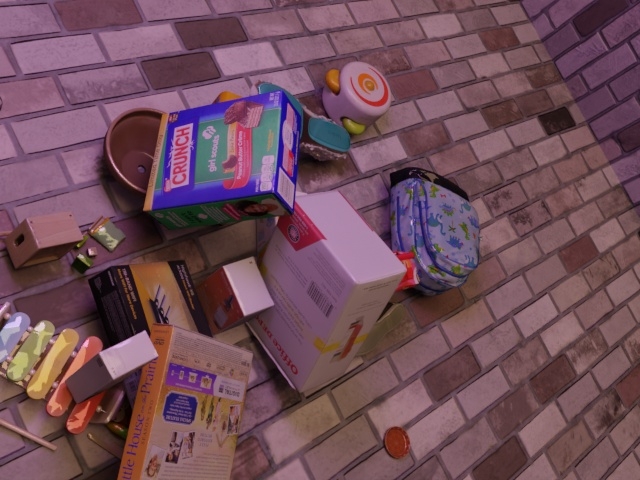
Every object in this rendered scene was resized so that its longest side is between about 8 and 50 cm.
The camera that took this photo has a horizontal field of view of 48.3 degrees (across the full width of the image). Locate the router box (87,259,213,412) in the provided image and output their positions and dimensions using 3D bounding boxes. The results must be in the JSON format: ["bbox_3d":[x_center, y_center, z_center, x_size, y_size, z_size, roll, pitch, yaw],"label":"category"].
[{"bbox_3d":[-0.351,0.202,1.574,0.243,0.081,0.309,-5,71,-62],"label":"router box"}]

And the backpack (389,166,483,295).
[{"bbox_3d":[0.338,-0.015,2.124,0.290,0.273,0.355,27,68,-30],"label":"backpack"}]

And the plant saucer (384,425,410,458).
[{"bbox_3d":[0.203,0.539,1.904,0.083,0.013,0.083,14,62,-28],"label":"plant saucer"}]

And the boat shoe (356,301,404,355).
[{"bbox_3d":[0.138,0.240,1.965,0.228,0.068,0.081,-32,124,-38],"label":"boat shoe"}]

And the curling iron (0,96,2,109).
[{"bbox_3d":[-0.775,-0.233,1.565,0.068,0.035,0.274,27,56,-22],"label":"curling iron"}]

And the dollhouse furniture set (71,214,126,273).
[{"bbox_3d":[-0.506,0.003,1.629,0.076,0.058,0.152,42,52,-12],"label":"dollhouse furniture set"}]

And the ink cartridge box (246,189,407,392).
[{"bbox_3d":[-0.008,0.119,1.668,0.160,0.385,0.279,-12,51,-39],"label":"ink cartridge box"}]

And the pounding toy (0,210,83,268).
[{"bbox_3d":[-0.613,-0.007,1.526,0.130,0.141,0.100,-16,79,-53],"label":"pounding toy"}]

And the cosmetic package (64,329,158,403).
[{"bbox_3d":[-0.402,0.246,1.364,0.099,0.239,0.060,-28,86,-39],"label":"cosmetic package"}]

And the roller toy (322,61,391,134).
[{"bbox_3d":[0.115,-0.450,2.210,0.191,0.146,0.209,-37,91,-40],"label":"roller toy"}]

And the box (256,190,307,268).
[{"bbox_3d":[-0.100,-0.023,1.887,0.103,0.114,0.203,10,65,-31],"label":"box"}]

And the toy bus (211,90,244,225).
[{"bbox_3d":[-0.254,-0.212,1.855,0.108,0.130,0.333,20,59,-26],"label":"toy bus"}]

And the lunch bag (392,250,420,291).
[{"bbox_3d":[0.112,0.103,1.878,0.293,0.258,0.120,-8,87,-39],"label":"lunch bag"}]

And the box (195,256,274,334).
[{"bbox_3d":[-0.209,0.133,1.702,0.091,0.170,0.130,-18,79,-39],"label":"box"}]

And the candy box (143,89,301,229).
[{"bbox_3d":[-0.216,-0.176,1.605,0.122,0.317,0.268,49,39,-56],"label":"candy box"}]

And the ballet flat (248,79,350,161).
[{"bbox_3d":[-0.079,-0.306,1.973,0.409,0.147,0.147,23,56,-47],"label":"ballet flat"}]

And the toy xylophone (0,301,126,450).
[{"bbox_3d":[-0.556,0.283,1.451,0.322,0.081,0.236,29,56,-22],"label":"toy xylophone"}]

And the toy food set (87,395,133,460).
[{"bbox_3d":[-0.403,0.371,1.544,0.132,0.038,0.192,37,53,-15],"label":"toy food set"}]

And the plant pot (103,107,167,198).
[{"bbox_3d":[-0.422,-0.195,1.745,0.237,0.110,0.237,16,60,-29],"label":"plant pot"}]

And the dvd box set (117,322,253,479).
[{"bbox_3d":[-0.273,0.405,1.457,0.307,0.062,0.420,34,62,-58],"label":"dvd box set"}]
